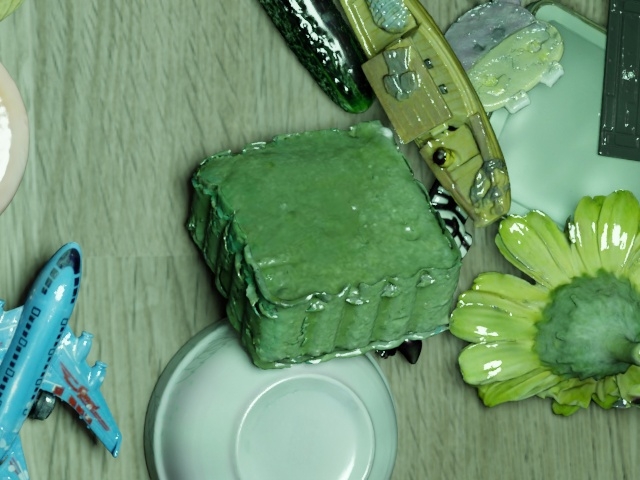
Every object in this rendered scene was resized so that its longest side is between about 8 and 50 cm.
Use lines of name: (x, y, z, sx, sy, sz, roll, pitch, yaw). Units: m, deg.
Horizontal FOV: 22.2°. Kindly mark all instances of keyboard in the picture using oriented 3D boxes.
keyboard: (0.363, -0.197, 1.932, 0.061, 0.013, 0.204, 7, 83, -18)

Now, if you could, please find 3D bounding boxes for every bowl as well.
bowl: (-0.037, 0.217, 1.775, 0.287, 0.144, 0.287, 0, 89, -19)

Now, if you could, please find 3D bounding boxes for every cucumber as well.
cucumber: (-0.011, -0.245, 1.826, 0.074, 0.074, 0.241, -37, 102, -15)

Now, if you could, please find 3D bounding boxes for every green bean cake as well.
green bean cake: (0.000, 0.000, 1.748, 0.241, 0.132, 0.255, -15, 51, -19)

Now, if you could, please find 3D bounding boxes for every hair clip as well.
hair clip: (0.194, -0.203, 1.879, 0.187, 0.056, 0.146, -43, 65, 2)

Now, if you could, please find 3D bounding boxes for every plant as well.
plant: (0.331, 0.115, 1.844, 0.306, 0.297, 0.261, -43, 131, -3)

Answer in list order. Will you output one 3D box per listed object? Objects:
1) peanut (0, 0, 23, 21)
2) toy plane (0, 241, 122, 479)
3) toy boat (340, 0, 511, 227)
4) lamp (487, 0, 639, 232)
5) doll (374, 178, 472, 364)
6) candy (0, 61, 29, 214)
peanut: (-0.340, -0.304, 1.709, 0.093, 0.083, 0.194, 23, 83, -3)
toy plane: (-0.310, 0.129, 1.705, 0.254, 0.105, 0.271, 23, 81, -17)
toy boat: (0.117, -0.162, 1.803, 0.089, 0.121, 0.321, -30, 83, 24)
lamp: (0.314, -0.118, 1.944, 0.266, 0.047, 0.269, 27, 81, -17)
doll: (0.110, 0.032, 1.861, 0.091, 0.067, 0.219, 26, 87, -20)
candy: (-0.420, -0.098, 1.675, 0.255, 0.094, 0.255, 0, 89, -18)
